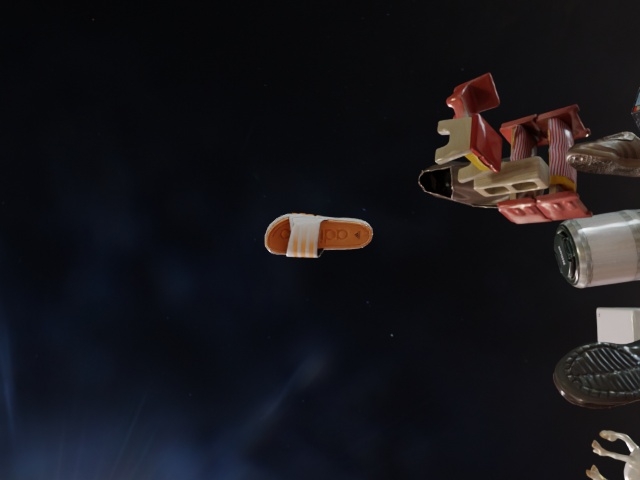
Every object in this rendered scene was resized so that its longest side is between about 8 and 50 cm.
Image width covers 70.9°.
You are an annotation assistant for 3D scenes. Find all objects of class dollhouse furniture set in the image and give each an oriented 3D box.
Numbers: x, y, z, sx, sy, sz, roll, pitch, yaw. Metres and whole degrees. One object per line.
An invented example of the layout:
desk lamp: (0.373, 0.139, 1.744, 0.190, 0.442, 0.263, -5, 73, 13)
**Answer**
dollhouse furniture set: (0.375, -0.181, 0.836, 0.374, 0.152, 0.201, 22, -111, -44)

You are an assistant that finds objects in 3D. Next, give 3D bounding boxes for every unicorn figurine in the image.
unicorn figurine: (0.454, 0.332, 0.649, 0.060, 0.111, 0.162, -30, -60, -31)

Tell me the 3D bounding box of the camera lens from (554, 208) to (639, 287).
camera lens: (0.900, 0.025, 1.406, 0.274, 0.219, 0.219, -10, -57, 12)

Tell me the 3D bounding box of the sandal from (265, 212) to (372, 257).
sandal: (0.001, -0.010, 1.069, 0.265, 0.076, 0.102, -3, -71, -7)

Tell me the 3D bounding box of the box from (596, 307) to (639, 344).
box: (0.588, 0.176, 0.836, 0.087, 0.101, 0.102, 3, -97, -2)

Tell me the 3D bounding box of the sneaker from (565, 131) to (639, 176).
sneaker: (0.522, -0.161, 0.808, 0.188, 0.066, 0.071, 7, -103, -15)

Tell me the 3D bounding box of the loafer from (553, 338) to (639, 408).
loafer: (0.396, 0.183, 0.595, 0.220, 0.080, 0.078, -2, -43, -19)

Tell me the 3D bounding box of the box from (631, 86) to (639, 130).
box: (0.721, -0.226, 0.924, 0.233, 0.044, 0.159, 47, -120, -22)

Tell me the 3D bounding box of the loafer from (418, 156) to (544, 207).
loafer: (0.398, -0.140, 1.169, 0.130, 0.366, 0.134, -12, -78, -28)
